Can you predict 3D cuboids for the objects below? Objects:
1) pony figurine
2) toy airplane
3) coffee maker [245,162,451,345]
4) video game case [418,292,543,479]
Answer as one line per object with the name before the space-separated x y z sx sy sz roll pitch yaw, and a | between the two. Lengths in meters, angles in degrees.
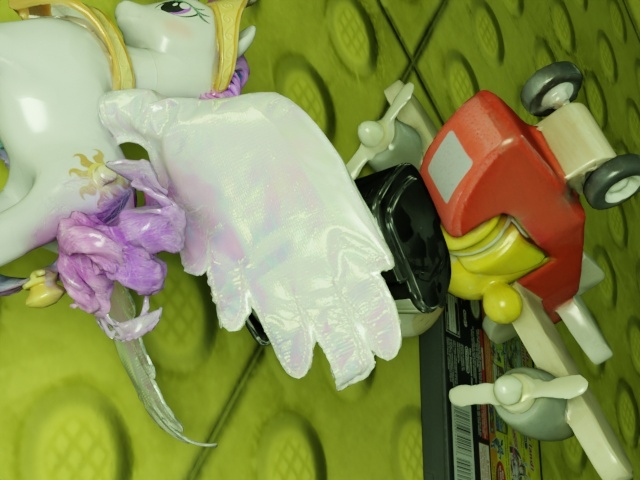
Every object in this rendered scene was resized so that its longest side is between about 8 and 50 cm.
pony figurine | -0.146 -0.039 0.647 0.364 0.303 0.350 -6 74 -42
toy airplane | 0.168 0.023 1.067 0.386 0.273 0.384 -123 -172 -75
coffee maker | 0.000 0.000 0.894 0.171 0.178 0.120 47 42 -37
video game case | 0.192 0.187 1.250 0.248 0.035 0.274 28 55 -49
